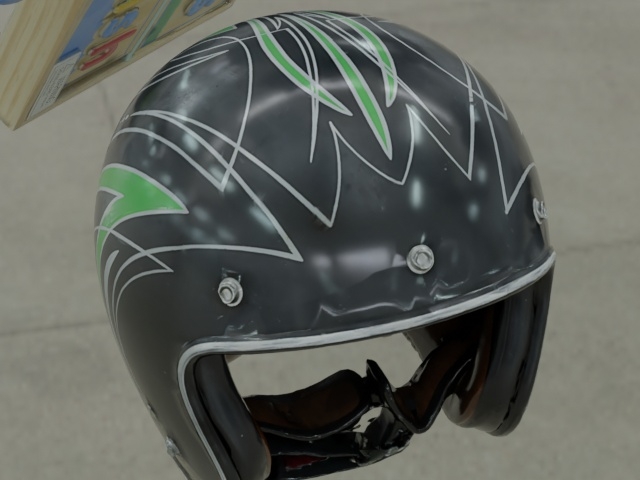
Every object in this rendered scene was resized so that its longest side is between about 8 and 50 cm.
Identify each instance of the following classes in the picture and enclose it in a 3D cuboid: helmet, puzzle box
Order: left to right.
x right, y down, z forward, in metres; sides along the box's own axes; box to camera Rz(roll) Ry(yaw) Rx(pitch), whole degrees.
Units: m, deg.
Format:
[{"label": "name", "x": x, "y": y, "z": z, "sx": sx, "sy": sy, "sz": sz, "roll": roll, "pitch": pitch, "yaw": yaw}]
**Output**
[{"label": "puzzle box", "x": -0.091, "y": -0.256, "z": 1.295, "sx": 0.052, "sy": 0.409, "sz": 0.272, "roll": 49, "pitch": 52, "yaw": 5}, {"label": "helmet", "x": 0.000, "y": 0.000, "z": 0.593, "sx": 0.169, "sy": 0.162, "sz": 0.169, "roll": 1, "pitch": 40, "yaw": -1}]

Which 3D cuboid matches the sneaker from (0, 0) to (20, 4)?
[{"label": "sneaker", "x": -0.116, "y": -0.189, "z": 0.849, "sx": 0.081, "sy": 0.090, "sz": 0.232, "roll": 33, "pitch": 29, "yaw": -2}]
